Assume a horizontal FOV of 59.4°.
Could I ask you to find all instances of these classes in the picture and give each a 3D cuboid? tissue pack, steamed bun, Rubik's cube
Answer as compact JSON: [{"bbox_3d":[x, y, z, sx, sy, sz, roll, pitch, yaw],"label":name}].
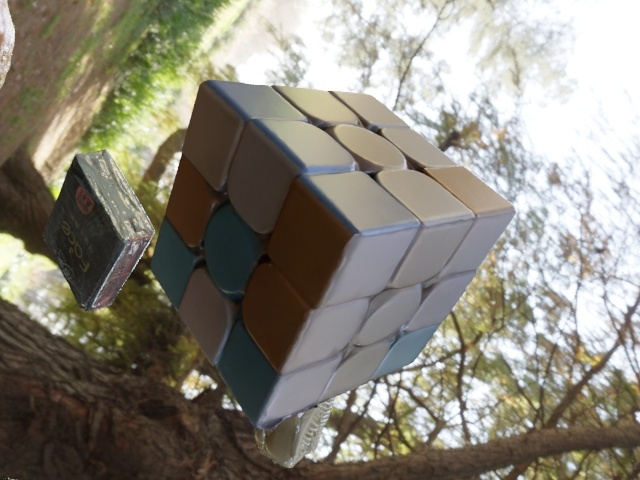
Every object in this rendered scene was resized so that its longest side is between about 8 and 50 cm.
[{"bbox_3d":[-0.490,-0.013,1.230,0.103,0.228,0.315,-19,160,-45],"label":"tissue pack"},{"bbox_3d":[-0.097,0.517,1.782,0.394,0.238,0.346,-47,152,-50],"label":"steamed bun"},{"bbox_3d":[0.000,0.000,0.834,0.344,0.347,0.346,47,-54,30],"label":"Rubik's cube"}]

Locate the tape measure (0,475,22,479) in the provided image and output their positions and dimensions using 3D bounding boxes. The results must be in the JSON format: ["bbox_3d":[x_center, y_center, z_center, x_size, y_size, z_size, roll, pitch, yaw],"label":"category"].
[{"bbox_3d":[-0.564,0.548,1.094,0.199,0.186,0.112,-53,-172,50],"label":"tape measure"}]

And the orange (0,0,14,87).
[{"bbox_3d":[-0.493,-0.230,0.576,0.340,0.293,0.340,-57,-168,20],"label":"orange"}]
